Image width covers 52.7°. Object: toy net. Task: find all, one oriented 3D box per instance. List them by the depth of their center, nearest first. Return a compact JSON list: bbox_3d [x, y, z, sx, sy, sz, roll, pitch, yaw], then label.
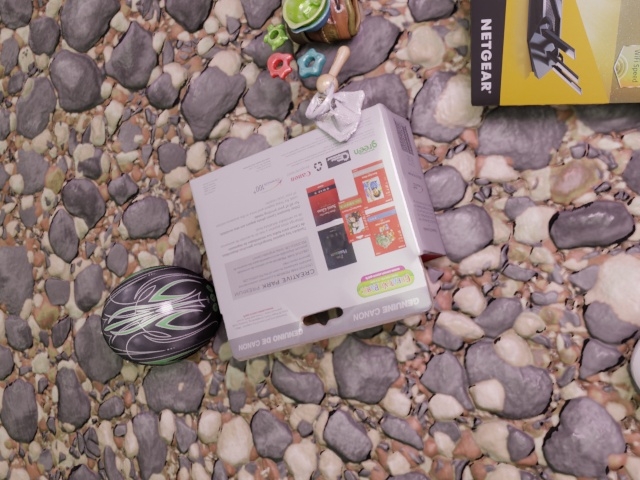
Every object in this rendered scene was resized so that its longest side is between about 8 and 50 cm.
[{"bbox_3d":[-0.017,-0.226,0.849,0.122,0.045,0.232,-25,64,20],"label":"toy net"}]

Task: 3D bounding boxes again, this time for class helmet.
[{"bbox_3d":[-0.248,0.116,1.000,0.169,0.161,0.170,0,89,24],"label":"helmet"}]

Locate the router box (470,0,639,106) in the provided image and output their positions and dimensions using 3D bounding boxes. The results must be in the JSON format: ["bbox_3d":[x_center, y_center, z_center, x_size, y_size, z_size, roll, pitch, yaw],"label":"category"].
[{"bbox_3d":[0.301,-0.316,0.748,0.242,0.081,0.309,4,112,25],"label":"router box"}]

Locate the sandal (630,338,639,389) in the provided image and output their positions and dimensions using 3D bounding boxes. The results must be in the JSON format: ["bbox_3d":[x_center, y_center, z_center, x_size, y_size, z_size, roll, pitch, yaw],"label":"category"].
[{"bbox_3d":[0.534,0.061,0.686,0.416,0.102,0.169,-34,92,18],"label":"sandal"}]

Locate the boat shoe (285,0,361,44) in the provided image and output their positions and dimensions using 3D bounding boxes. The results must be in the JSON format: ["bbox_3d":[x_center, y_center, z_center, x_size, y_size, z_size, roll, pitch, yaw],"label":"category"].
[{"bbox_3d":[0.017,-0.440,0.927,0.104,0.110,0.308,4,101,22],"label":"boat shoe"}]

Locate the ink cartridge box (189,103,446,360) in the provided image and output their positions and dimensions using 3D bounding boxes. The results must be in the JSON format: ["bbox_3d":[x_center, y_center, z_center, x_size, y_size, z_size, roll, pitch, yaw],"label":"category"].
[{"bbox_3d":[0.000,0.000,0.906,0.309,0.130,0.272,-17,81,24],"label":"ink cartridge box"}]
